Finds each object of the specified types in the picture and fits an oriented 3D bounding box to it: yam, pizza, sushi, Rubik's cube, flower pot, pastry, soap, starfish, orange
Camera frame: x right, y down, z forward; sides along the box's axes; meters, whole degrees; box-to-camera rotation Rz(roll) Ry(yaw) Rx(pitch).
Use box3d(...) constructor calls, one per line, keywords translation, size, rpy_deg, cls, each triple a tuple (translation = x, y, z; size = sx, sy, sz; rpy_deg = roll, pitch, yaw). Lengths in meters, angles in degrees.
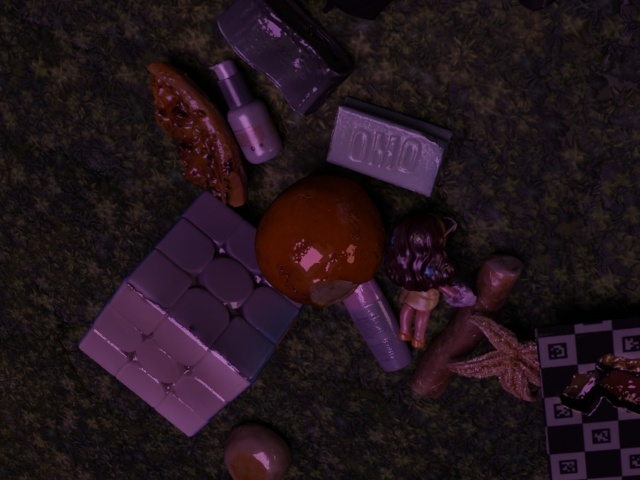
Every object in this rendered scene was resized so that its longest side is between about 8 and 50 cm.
box3d(translation=(0.265, 0.163, 1.762), size=(0.081, 0.081, 0.357), rpy_deg=(29, 125, 5), cls="yam")
box3d(translation=(-0.230, -0.189, 1.737), size=(0.161, 0.085, 0.305), rpy_deg=(-13, 115, 52), cls="pizza")
box3d(translation=(0.566, 0.278, 1.695), size=(0.342, 0.064, 0.359), rpy_deg=(-7, 113, 10), cls="sushi")
box3d(translation=(-0.228, 0.140, 1.798), size=(0.291, 0.290, 0.292), rpy_deg=(39, 138, -3), cls="Rubik's cube")
box3d(translation=(-0.058, -0.327, 1.593), size=(0.229, 0.103, 0.108), rpy_deg=(45, 124, -6), cls="flower pot")
box3d(translation=(-0.144, 0.483, 2.115), size=(0.156, 0.092, 0.157), rpy_deg=(8, 113, 19), cls="pastry")
box3d(translation=(0.117, -0.162, 1.640), size=(0.198, 0.063, 0.115), rpy_deg=(19, 123, 12), cls="soap")
box3d(translation=(0.344, 0.215, 1.717), size=(0.216, 0.071, 0.238), rpy_deg=(-32, 116, 11), cls="starfish")
box3d(translation=(0.000, 0.000, 1.678), size=(0.239, 0.240, 0.240), rpy_deg=(11, 122, 17), cls="orange")

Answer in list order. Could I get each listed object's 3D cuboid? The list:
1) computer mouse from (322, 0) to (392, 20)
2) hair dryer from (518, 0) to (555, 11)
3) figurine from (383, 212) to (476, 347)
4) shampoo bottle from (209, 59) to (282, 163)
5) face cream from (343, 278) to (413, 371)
box3d(translation=(0.086, -0.446, 1.473), size=(0.147, 0.088, 0.264), rpy_deg=(35, 133, -23), cls="computer mouse")
box3d(translation=(0.211, -0.511, 1.400), size=(0.359, 0.120, 0.304), rpy_deg=(18, 139, 25), cls="hair dryer")
box3d(translation=(0.180, 0.066, 1.689), size=(0.174, 0.115, 0.240), rpy_deg=(19, 119, 45), cls="figurine")
box3d(translation=(-0.135, -0.234, 1.700), size=(0.074, 0.074, 0.192), rpy_deg=(-14, 110, 29), cls="shampoo bottle")
box3d(translation=(0.108, 0.159, 1.838), size=(0.084, 0.057, 0.198), rpy_deg=(-18, 108, 30), cls="face cream")
